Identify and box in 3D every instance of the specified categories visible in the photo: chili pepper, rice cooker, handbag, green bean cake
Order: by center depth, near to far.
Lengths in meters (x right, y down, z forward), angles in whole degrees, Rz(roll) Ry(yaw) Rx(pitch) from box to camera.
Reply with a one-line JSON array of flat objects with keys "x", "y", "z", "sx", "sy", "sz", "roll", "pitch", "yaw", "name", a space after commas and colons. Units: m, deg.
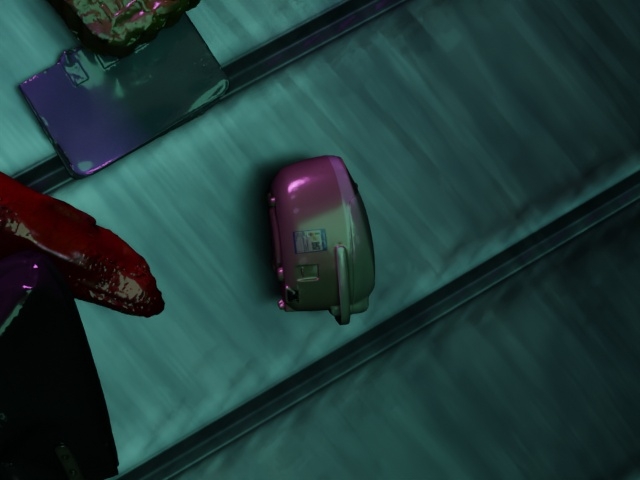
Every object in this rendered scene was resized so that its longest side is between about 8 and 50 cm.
[{"x": -0.399, "y": 0.200, "z": 1.849, "sx": 0.342, "sy": 0.152, "sz": 0.288, "roll": -24, "pitch": 116, "yaw": 5, "name": "handbag"}, {"x": -0.233, "y": -0.335, "z": 1.884, "sx": 0.200, "sy": 0.113, "sz": 0.214, "roll": -38, "pitch": 91, "yaw": -15, "name": "green bean cake"}, {"x": -0.347, "y": -0.009, "z": 1.889, "sx": 0.387, "sy": 0.110, "sz": 0.110, "roll": 27, "pitch": 86, "yaw": -22, "name": "chili pepper"}, {"x": -0.231, "y": -0.182, "z": 1.943, "sx": 0.221, "sy": 0.057, "sz": 0.144, "roll": -31, "pitch": 96, "yaw": -12, "name": "handbag"}, {"x": 0.000, "y": 0.000, "z": 1.985, "sx": 0.127, "sy": 0.145, "sz": 0.206, "roll": -3, "pitch": 98, "yaw": -6, "name": "rice cooker"}]
